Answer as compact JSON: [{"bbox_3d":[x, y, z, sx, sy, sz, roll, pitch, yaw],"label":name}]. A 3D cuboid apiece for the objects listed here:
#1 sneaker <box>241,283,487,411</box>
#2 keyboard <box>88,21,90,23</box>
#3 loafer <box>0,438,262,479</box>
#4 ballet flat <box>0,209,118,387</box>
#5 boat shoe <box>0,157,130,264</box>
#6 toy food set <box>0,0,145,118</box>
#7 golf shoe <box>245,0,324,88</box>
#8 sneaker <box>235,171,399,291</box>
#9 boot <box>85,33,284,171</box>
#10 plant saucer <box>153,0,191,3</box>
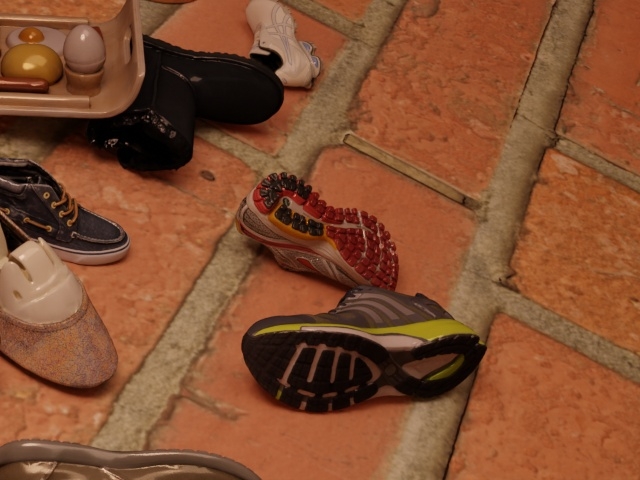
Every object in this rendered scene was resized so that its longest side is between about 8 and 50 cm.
[{"bbox_3d":[0.035,0.110,1.557,0.300,0.111,0.121,4,31,-37],"label":"sneaker"},{"bbox_3d":[-0.305,-0.246,1.839,0.180,0.023,0.108,-19,62,-46],"label":"keyboard"},{"bbox_3d":[-0.172,0.237,1.275,0.251,0.094,0.087,6,64,-12],"label":"loafer"},{"bbox_3d":[-0.322,0.023,1.413,0.316,0.106,0.107,38,48,15],"label":"ballet flat"},{"bbox_3d":[-0.285,-0.032,1.527,0.183,0.083,0.065,13,38,-20],"label":"boat shoe"},{"bbox_3d":[-0.364,-0.242,1.660,0.306,0.092,0.219,2,37,-12],"label":"toy food set"},{"bbox_3d":[-0.071,-0.282,2.000,0.086,0.069,0.176,-13,50,-35],"label":"golf shoe"},{"bbox_3d":[0.000,0.000,1.671,0.225,0.093,0.088,33,51,-22],"label":"sneaker"},{"bbox_3d":[-0.163,-0.154,1.751,0.247,0.094,0.207,16,38,-16],"label":"boot"},{"bbox_3d":[-0.255,-0.419,2.075,0.200,0.037,0.200,17,36,-13],"label":"plant saucer"}]
